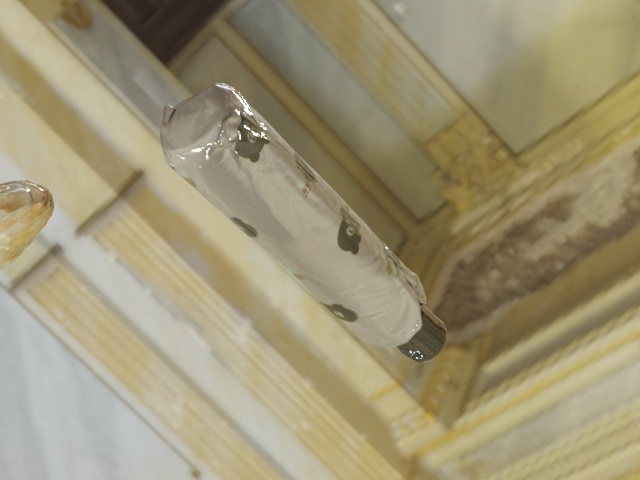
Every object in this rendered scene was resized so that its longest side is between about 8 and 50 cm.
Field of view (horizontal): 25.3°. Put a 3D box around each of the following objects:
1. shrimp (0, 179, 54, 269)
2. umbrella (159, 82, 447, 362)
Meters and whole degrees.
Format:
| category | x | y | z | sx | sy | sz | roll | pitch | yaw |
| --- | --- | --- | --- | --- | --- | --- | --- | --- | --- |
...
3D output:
| category | x | y | z | sx | sy | sz | roll | pitch | yaw |
| --- | --- | --- | --- | --- | --- | --- | --- | --- | --- |
| shrimp | -0.238 | 0.023 | 0.719 | 0.223 | 0.047 | 0.126 | -27 | 173 | -12 |
| umbrella | 0.000 | 0.000 | 1.083 | 0.073 | 0.337 | 0.067 | -11 | -128 | 32 |
